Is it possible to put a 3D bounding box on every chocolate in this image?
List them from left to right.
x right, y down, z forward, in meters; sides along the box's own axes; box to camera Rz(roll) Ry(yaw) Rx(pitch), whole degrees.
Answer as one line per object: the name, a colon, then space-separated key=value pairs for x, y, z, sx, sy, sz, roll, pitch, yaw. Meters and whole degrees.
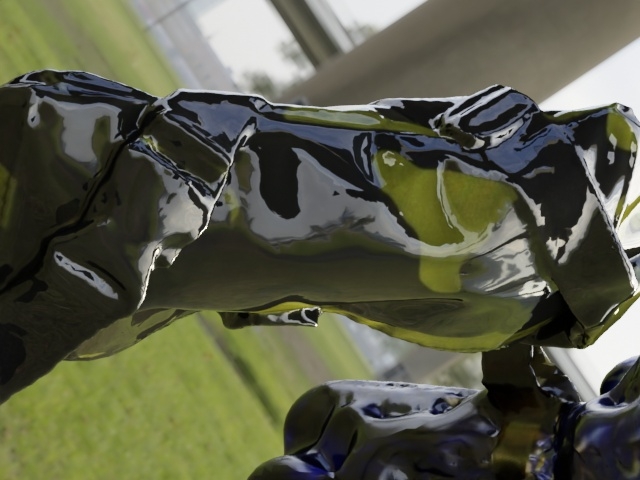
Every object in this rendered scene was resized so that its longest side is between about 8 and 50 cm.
chocolate: x=0.085 y=0.098 z=0.656 sx=0.126 sy=0.343 sz=0.148 roll=8 pitch=73 yaw=-40

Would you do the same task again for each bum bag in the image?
bum bag: x=0.000 y=0.000 z=0.405 sx=0.107 sy=0.232 sz=0.060 roll=109 pitch=-31 yaw=-44
